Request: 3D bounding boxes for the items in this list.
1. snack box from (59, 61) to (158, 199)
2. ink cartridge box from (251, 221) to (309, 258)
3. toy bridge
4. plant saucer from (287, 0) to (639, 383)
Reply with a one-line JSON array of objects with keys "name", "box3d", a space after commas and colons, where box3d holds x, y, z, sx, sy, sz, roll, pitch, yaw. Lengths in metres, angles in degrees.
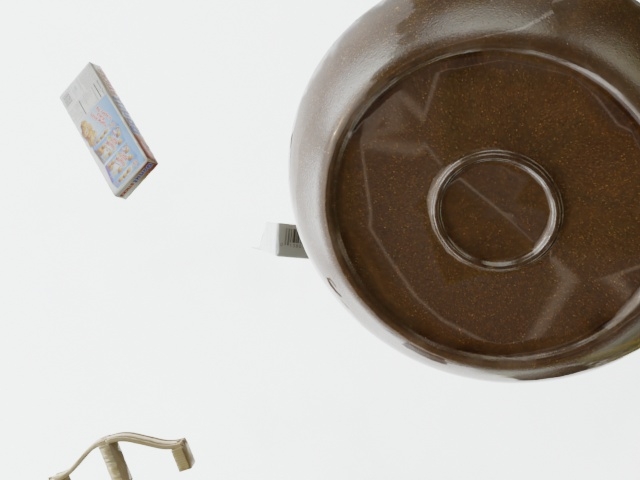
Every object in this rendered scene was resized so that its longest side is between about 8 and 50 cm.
[{"name": "snack box", "box3d": [-0.258, -0.134, 1.325, 0.022, 0.064, 0.178, 19, -148, -55]}, {"name": "ink cartridge box", "box3d": [0.000, 0.000, 1.730, 0.189, 0.232, 0.066, 4, -84, -13]}, {"name": "toy bridge", "box3d": [-0.246, 0.265, 1.315, 0.026, 0.188, 0.063, -48, -61, -72]}, {"name": "plant saucer", "box3d": [0.122, -0.027, 0.747, 0.050, 0.311, 0.310, -58, -49, -61]}]
